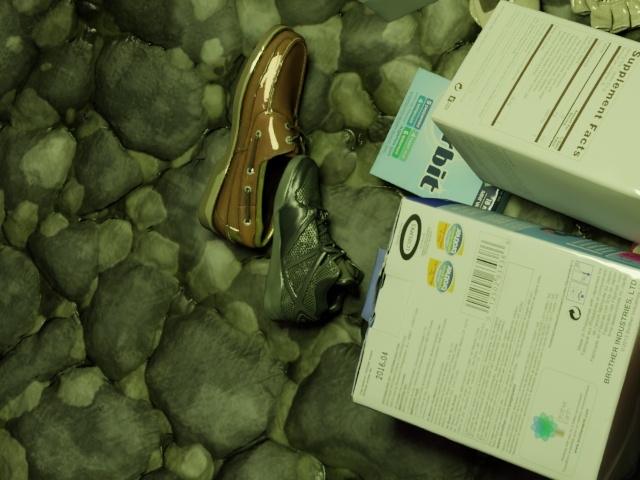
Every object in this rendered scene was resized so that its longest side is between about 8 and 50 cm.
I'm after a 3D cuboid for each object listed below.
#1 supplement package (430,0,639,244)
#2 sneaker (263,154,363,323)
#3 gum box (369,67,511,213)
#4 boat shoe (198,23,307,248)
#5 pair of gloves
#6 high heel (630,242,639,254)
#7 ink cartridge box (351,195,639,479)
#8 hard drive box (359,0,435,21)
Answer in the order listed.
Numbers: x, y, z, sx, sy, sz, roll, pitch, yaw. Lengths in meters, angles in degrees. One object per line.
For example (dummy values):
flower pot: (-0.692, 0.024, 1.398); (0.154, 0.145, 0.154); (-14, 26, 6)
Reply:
supplement package: (0.314, -0.131, 1.692); (0.293, 0.177, 0.175); (26, 80, 35)
sneaker: (0.000, 0.000, 1.953); (0.130, 0.087, 0.228); (3, 84, 27)
gum box: (0.177, -0.121, 1.906); (0.184, 0.041, 0.157); (26, 93, 30)
boat shoe: (-0.064, -0.139, 2.007); (0.104, 0.110, 0.307); (24, 103, 30)
pair of gloves: (0.306, -0.330, 1.880); (0.240, 0.042, 0.204); (-24, 66, 20)
high heel: (0.472, -0.063, 1.731); (0.244, 0.082, 0.117); (-34, 37, 31)
ink cartridge box: (0.209, 0.106, 1.762); (0.395, 0.151, 0.270); (18, 98, 28)
hard drive box: (0.065, -0.436, 1.951); (0.089, 0.181, 0.232); (-22, 69, 23)
